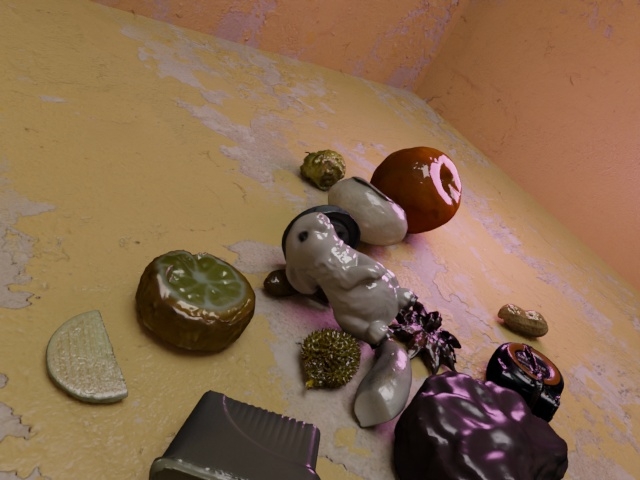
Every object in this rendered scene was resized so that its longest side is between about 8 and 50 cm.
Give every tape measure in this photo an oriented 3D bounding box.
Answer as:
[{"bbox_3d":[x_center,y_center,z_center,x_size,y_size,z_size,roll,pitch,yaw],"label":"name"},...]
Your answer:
[{"bbox_3d":[0.572,0.389,1.382,0.202,0.135,0.223,29,28,17],"label":"tape measure"}]

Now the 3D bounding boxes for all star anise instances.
[{"bbox_3d":[0.304,0.258,1.370,0.272,0.102,0.272,20,37,-16],"label":"star anise"}]

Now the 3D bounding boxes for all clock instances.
[{"bbox_3d":[0.000,0.000,1.364,0.226,0.226,0.049,8,33,-32],"label":"clock"}]

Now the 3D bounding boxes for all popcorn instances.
[{"bbox_3d":[0.007,-0.277,1.839,0.174,0.142,0.173,-2,43,2],"label":"popcorn"}]

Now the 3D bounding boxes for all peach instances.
[{"bbox_3d":[0.345,-0.186,1.834,0.343,0.302,0.342,17,64,-39],"label":"peach"}]

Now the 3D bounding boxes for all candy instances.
[{"bbox_3d":[0.149,-0.086,1.639,0.295,0.185,0.295,39,0,0],"label":"candy"},{"bbox_3d":[-0.267,0.124,1.076,0.260,0.118,0.260,23,30,-14],"label":"candy"}]

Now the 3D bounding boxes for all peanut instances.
[{"bbox_3d":[0.696,0.273,1.677,0.194,0.093,0.083,25,60,-14],"label":"peanut"}]

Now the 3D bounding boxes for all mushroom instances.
[{"bbox_3d":[0.162,0.319,1.161,0.103,0.118,0.270,67,27,-15],"label":"mushroom"}]

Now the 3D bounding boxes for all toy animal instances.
[{"bbox_3d":[0.052,0.095,1.230,0.357,0.258,0.194,42,56,0],"label":"toy animal"}]

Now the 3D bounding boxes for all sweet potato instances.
[{"bbox_3d":[-0.049,0.122,1.312,0.233,0.062,0.081,14,52,-31],"label":"sweet potato"}]

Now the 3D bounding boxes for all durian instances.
[{"bbox_3d":[0.020,0.269,1.128,0.146,0.102,0.208,43,38,9],"label":"durian"}]

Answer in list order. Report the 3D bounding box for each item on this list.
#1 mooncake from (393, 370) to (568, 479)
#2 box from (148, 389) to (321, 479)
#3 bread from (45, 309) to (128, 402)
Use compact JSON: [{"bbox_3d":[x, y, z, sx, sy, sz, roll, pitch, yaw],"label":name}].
[{"bbox_3d":[0.334,0.455,1.038,0.351,0.212,0.381,34,29,18],"label":"mooncake"},{"bbox_3d":[-0.118,0.371,0.807,0.274,0.138,0.178,18,28,2],"label":"box"},{"bbox_3d":[-0.433,0.219,0.887,0.112,0.036,0.193,-9,53,-40],"label":"bread"}]
